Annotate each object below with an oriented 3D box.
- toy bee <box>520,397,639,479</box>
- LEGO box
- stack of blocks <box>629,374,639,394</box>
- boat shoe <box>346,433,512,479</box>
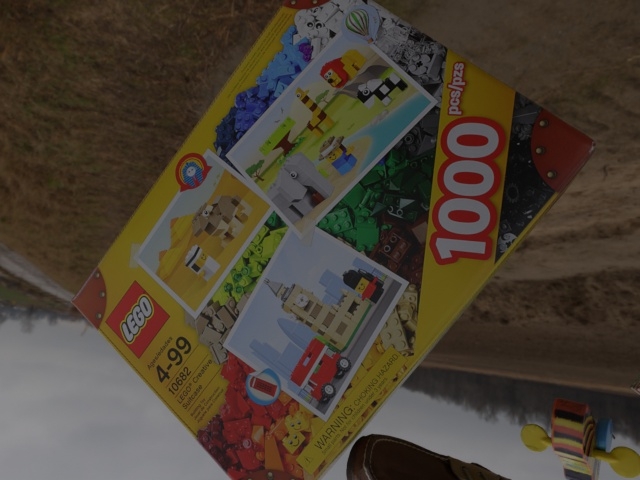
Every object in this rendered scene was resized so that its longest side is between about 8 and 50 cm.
[{"bbox_3d":[0.506,0.409,0.974,0.298,0.162,0.195,26,160,-26],"label":"toy bee"},{"bbox_3d":[0.000,0.000,0.639,0.372,0.500,0.193,40,-172,17],"label":"LEGO box"},{"bbox_3d":[0.644,0.157,0.840,0.087,0.297,0.171,39,-175,29],"label":"stack of blocks"},{"bbox_3d":[0.180,0.310,0.600,0.324,0.123,0.116,31,131,-14],"label":"boat shoe"}]
